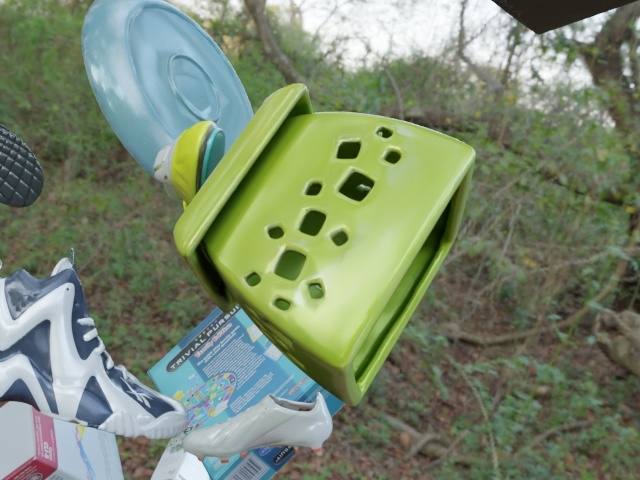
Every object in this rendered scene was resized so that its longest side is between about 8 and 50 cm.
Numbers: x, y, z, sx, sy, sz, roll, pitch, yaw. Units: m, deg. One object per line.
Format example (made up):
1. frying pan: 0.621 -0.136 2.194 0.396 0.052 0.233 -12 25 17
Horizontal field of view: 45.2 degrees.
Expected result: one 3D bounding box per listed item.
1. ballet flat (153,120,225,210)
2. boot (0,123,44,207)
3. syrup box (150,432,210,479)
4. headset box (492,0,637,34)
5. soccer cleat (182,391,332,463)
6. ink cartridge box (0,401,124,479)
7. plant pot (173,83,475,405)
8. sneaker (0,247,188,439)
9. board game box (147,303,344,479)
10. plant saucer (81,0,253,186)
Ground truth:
1. ballet flat: -0.140 -0.069 0.838 0.077 0.077 0.231 16 -15 4
2. boot: -0.452 -0.132 1.007 0.246 0.083 0.161 35 -2 -4
3. syrup box: -0.296 0.491 1.808 0.093 0.237 0.096 -21 -58 36
4. headset box: 0.210 -0.334 0.722 0.246 0.131 0.283 34 1 -11
5. soccer cleat: -0.083 0.237 0.992 0.196 0.076 0.068 -7 8 4
6. ink cartridge box: -0.374 0.312 1.046 0.176 0.128 0.127 47 9 -43
7. plant pot: 0.000 0.000 0.740 0.207 0.228 0.227 30 -15 15
8. sneaker: -0.219 0.090 0.711 0.234 0.153 0.094 19 -16 -17
9. board game box: -0.120 0.227 1.258 0.079 0.254 0.336 52 -9 -33
10. plant saucer: -0.179 -0.196 1.023 0.043 0.318 0.317 -26 -14 25
